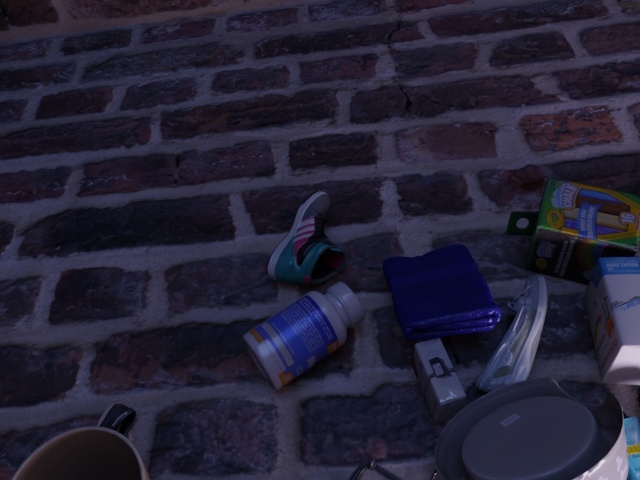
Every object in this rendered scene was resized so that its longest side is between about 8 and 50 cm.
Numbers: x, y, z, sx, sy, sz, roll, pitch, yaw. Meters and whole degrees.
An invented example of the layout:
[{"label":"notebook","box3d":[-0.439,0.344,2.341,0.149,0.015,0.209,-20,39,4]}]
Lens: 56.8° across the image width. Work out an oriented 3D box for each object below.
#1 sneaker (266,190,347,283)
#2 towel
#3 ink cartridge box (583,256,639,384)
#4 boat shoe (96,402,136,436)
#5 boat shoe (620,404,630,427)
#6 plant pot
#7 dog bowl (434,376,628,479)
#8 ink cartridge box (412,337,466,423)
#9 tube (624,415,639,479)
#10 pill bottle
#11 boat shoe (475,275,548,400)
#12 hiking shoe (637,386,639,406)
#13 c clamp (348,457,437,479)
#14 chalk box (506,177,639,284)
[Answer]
[{"label":"sneaker","box3d":[0.000,0.000,1.583,0.178,0.124,0.296,16,63,26]},{"label":"towel","box3d":[0.282,0.125,1.420,0.227,0.076,0.308,-12,27,3]},{"label":"ink cartridge box","box3d":[0.703,0.178,1.305,0.168,0.171,0.233,0,50,9]},{"label":"boat shoe","box3d":[-0.478,0.459,1.315,0.064,0.075,0.206,4,47,16]},{"label":"boat shoe","box3d":[0.529,0.417,1.197,0.233,0.084,0.079,-25,76,-7]},{"label":"plant pot","box3d":[-0.414,0.528,1.118,0.256,0.274,0.257,-4,51,4]},{"label":"dog bowl","box3d":[0.391,0.390,1.093,0.348,0.102,0.349,-24,9,4]},{"label":"ink cartridge box","box3d":[0.258,0.310,1.303,0.063,0.109,0.151,-13,50,-7]},{"label":"tube","box3d":[0.611,0.450,1.137,0.080,0.052,0.207,-3,66,-18]},{"label":"pill bottle","box3d":[-0.034,0.215,1.398,0.272,0.152,0.152,-31,53,-17]},{"label":"boat shoe","box3d":[0.447,0.212,1.355,0.103,0.118,0.321,16,63,20]},{"label":"hiking shoe","box3d":[0.707,0.395,1.178,0.114,0.086,0.227,14,69,-9]},{"label":"c clamp","box3d":[0.141,0.506,1.221,0.160,0.022,0.137,19,61,21]},{"label":"chalk box","box3d":[0.620,-0.025,1.479,0.288,0.180,0.179,16,55,19]}]
